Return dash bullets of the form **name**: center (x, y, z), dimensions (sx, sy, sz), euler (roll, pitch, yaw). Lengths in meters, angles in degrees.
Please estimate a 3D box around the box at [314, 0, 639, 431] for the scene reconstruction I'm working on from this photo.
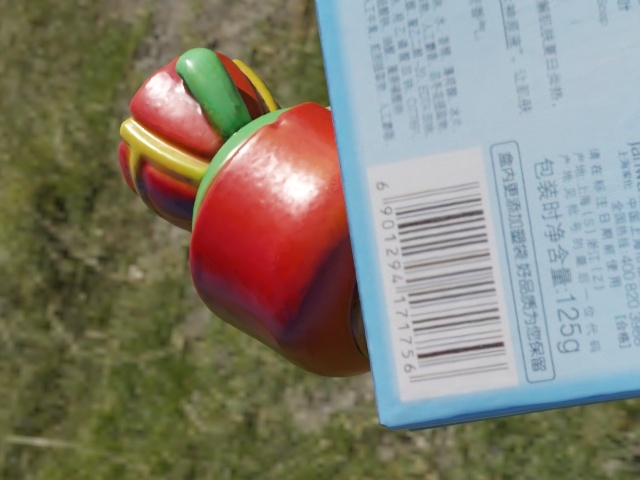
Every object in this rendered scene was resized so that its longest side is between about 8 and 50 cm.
- **box**: center (0.084, -0.050, 0.723), dimensions (0.142, 0.083, 0.232), euler (-10, 85, 19)

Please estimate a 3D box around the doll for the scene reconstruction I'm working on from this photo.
- **doll**: center (0.000, -0.001, 1.251), dimensions (0.363, 0.160, 0.183), euler (32, 143, 34)
